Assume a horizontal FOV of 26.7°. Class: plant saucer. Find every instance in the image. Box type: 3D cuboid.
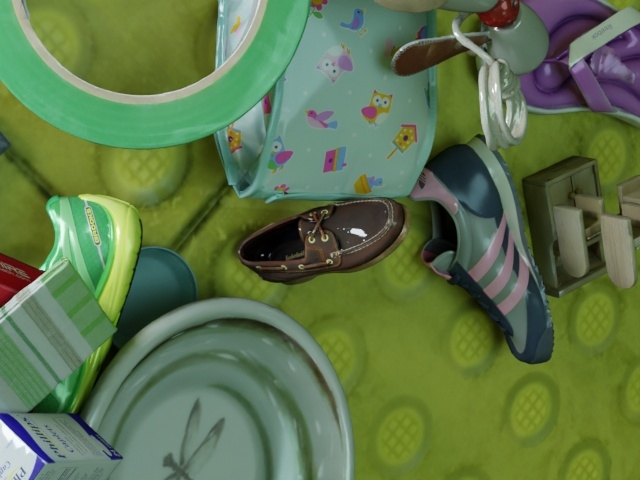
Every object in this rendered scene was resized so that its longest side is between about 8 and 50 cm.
[{"bbox_3d":[-0.187,0.063,1.439,0.119,0.021,0.119,-7,103,-34],"label":"plant saucer"},{"bbox_3d":[-0.130,0.259,1.446,0.400,0.101,0.400,-2,92,-45],"label":"plant saucer"}]

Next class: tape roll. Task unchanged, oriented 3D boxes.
[{"bbox_3d":[-0.170,-0.246,1.271,0.321,0.077,0.321,-1,94,-8],"label":"tape roll"}]

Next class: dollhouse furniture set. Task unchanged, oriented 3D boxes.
[{"bbox_3d":[0.385,-0.003,1.704,0.212,0.242,0.161,-24,113,-30],"label":"dollhouse furniture set"}]

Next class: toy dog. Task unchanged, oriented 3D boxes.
[{"bbox_3d":[0.102,-0.254,1.351,0.333,0.161,0.220,60,41,-41],"label":"toy dog"}]

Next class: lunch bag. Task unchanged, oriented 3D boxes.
[{"bbox_3d":[0.005,-0.169,1.450,0.223,0.160,0.262,0,93,-37],"label":"lunch bag"}]

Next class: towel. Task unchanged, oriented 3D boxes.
[{"bbox_3d":[-0.259,0.094,1.184,0.152,0.023,0.113,-42,140,-17],"label":"towel"}]

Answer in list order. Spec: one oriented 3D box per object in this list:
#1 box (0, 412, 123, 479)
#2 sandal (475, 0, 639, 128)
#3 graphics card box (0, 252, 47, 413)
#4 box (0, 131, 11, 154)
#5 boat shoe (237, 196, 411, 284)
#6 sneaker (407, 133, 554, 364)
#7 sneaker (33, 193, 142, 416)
[{"bbox_3d":[-0.268,0.222,1.211,0.126,0.072,0.137,-52,159,7],"label":"box"},{"bbox_3d":[0.376,-0.233,1.740,0.416,0.102,0.169,5,96,-36],"label":"sandal"},{"bbox_3d":[-0.396,0.166,1.190,0.233,0.094,0.371,30,96,-49],"label":"graphics card box"},{"bbox_3d":[-0.349,-0.088,1.293,0.083,0.018,0.067,-48,122,-19],"label":"box"},{"bbox_3d":[0.000,0.000,1.455,0.073,0.207,0.073,27,52,-41],"label":"boat shoe"},{"bbox_3d":[0.192,0.032,1.673,0.131,0.112,0.319,-26,112,-11],"label":"sneaker"},{"bbox_3d":[-0.270,0.090,1.351,0.124,0.109,0.295,19,95,-5],"label":"sneaker"}]
